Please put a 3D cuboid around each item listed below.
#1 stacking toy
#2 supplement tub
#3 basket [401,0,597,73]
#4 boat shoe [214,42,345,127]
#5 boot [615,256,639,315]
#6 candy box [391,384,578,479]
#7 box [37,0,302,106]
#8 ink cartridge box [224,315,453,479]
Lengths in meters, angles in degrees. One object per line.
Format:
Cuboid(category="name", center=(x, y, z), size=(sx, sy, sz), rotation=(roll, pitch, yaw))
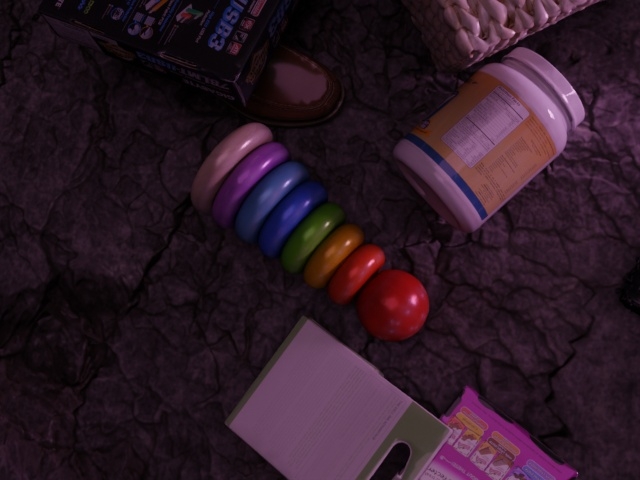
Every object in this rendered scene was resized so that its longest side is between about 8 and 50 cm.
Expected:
Cuboid(category="stacking toy", center=(0.000, 0.000, 1.026), size=(0.330, 0.141, 0.141), rotation=(39, 88, 9))
Cuboid(category="supplement tub", center=(0.204, -0.123, 0.993), size=(0.200, 0.144, 0.144), rotation=(-42, 74, 0))
Cuboid(category="basket", center=(0.199, -0.383, 0.915), size=(0.267, 0.331, 0.328), rotation=(-28, 96, 6))
Cuboid(category="boat shoe", center=(-0.117, -0.239, 1.099), size=(0.308, 0.104, 0.110), rotation=(20, 83, 14))
Cuboid(category="boot", center=(0.423, 0.052, 0.967), size=(0.121, 0.045, 0.099), rotation=(26, 82, 22))
Cuboid(category="candy box", center=(0.162, 0.309, 0.950), size=(0.159, 0.071, 0.233), rotation=(38, 87, 16))
Cuboid(category="box", center=(-0.163, -0.353, 1.046), size=(0.294, 0.073, 0.295), rotation=(22, 77, 13))
Cuboid(category="ink cartridge box", center=(0.021, 0.225, 0.986), size=(0.235, 0.056, 0.171), rotation=(35, 86, 23))
